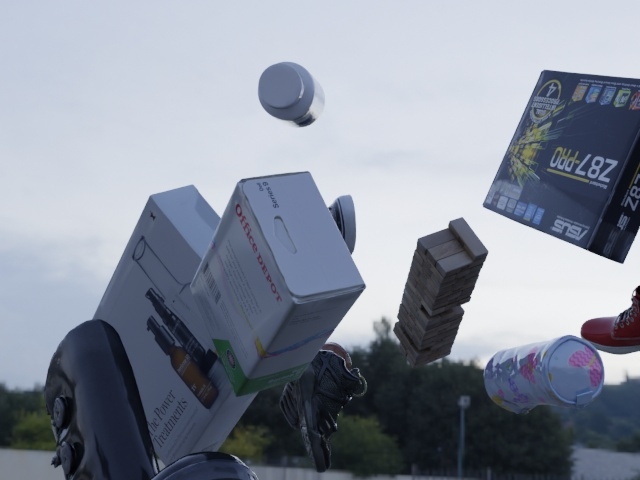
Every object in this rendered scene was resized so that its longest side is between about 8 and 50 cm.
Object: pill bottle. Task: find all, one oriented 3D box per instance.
[{"bbox_3d":[-0.049,-0.238,1.459,0.094,0.094,0.169,0,0,9],"label":"pill bottle"}]

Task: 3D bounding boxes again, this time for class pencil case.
[{"bbox_3d":[0.387,0.240,1.582,0.114,0.124,0.273,4,-14,-12],"label":"pencil case"}]

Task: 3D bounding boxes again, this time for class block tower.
[{"bbox_3d":[0.214,0.106,1.668,0.097,0.091,0.335,-19,-35,-22],"label":"block tower"}]

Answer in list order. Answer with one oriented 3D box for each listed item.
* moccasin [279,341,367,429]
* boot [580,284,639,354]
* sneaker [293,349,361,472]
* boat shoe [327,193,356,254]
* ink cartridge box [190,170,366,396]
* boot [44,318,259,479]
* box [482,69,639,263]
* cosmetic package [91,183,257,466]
[{"bbox_3d":[0.011,0.323,2.028,0.147,0.139,0.380,-24,-26,-22],"label":"moccasin"},{"bbox_3d":[0.607,0.145,1.770,0.244,0.088,0.176,-3,-43,44],"label":"boot"},{"bbox_3d":[0.023,0.316,1.682,0.130,0.227,0.087,-5,-9,-12],"label":"sneaker"},{"bbox_3d":[0.000,0.000,1.860,0.102,0.108,0.301,-3,-22,-15],"label":"boat shoe"},{"bbox_3d":[-0.054,0.049,0.976,0.093,0.154,0.212,-12,-29,-29],"label":"ink cartridge box"},{"bbox_3d":[-0.222,0.249,1.065,0.146,0.445,0.367,11,-61,-27],"label":"boot"},{"bbox_3d":[0.494,-0.157,1.714,0.097,0.318,0.395,18,8,-21],"label":"box"},{"bbox_3d":[-0.213,0.146,1.392,0.097,0.284,0.377,-18,-31,-46],"label":"cosmetic package"}]
